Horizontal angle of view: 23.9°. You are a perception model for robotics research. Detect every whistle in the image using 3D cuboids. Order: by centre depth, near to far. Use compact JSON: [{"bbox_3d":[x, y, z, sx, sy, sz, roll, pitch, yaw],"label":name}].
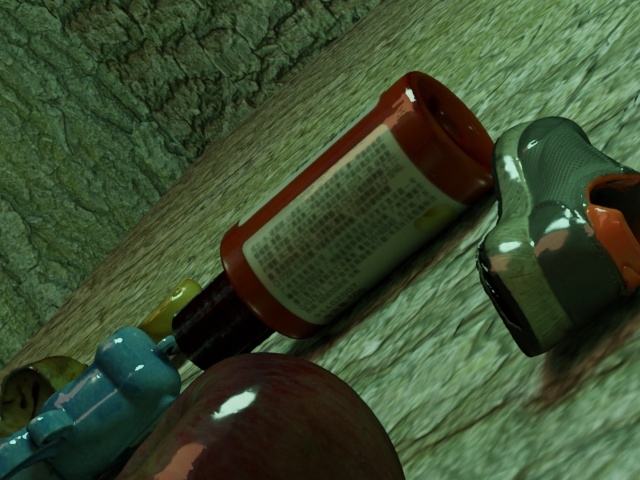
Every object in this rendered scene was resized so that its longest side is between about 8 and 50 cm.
[{"bbox_3d":[-0.217,0.177,1.328,0.269,0.093,0.180,-43,-15,12],"label":"whistle"}]

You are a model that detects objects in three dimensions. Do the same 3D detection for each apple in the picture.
[{"bbox_3d":[-0.031,0.126,0.642,0.153,0.120,0.153,-49,6,7],"label":"apple"}]

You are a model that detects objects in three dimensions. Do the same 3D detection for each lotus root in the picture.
[{"bbox_3d":[-0.266,0.188,1.539,0.135,0.095,0.159,-50,-31,-62],"label":"lotus root"}]

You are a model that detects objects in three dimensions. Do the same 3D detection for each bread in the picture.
[{"bbox_3d":[-0.147,0.086,1.545,0.082,0.056,0.115,-48,3,-23],"label":"bread"}]

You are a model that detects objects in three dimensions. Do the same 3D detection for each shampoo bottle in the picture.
[{"bbox_3d":[0.000,0.000,1.119,0.278,0.104,0.104,-40,10,23],"label":"shampoo bottle"}]

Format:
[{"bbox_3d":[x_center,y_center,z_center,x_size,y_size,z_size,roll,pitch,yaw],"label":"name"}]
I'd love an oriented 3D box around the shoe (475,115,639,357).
[{"bbox_3d":[0.131,-0.016,0.752,0.077,0.074,0.194,-27,18,25],"label":"shoe"}]
